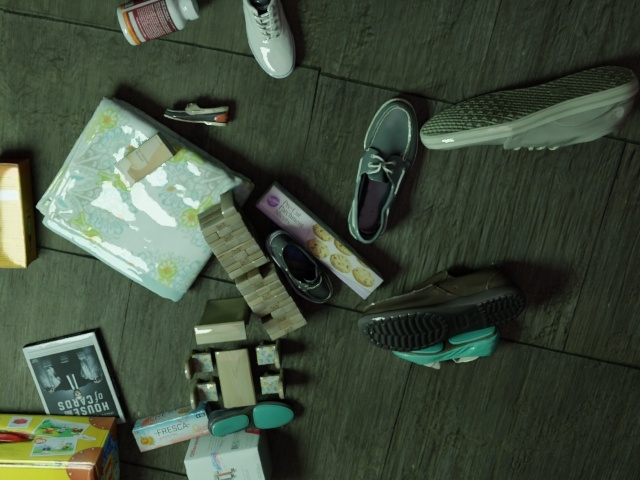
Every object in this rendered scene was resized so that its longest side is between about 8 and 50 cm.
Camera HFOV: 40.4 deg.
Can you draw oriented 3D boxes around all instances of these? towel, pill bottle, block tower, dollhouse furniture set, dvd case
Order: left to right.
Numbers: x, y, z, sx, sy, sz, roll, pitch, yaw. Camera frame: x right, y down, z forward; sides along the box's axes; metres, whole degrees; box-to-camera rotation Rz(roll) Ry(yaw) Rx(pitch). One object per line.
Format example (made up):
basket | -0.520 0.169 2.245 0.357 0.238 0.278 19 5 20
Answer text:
dvd case | -0.571 0.335 2.030 0.179 0.029 0.238 -13 105 6
towel | -0.381 -0.087 1.875 0.375 0.090 0.320 32 105 -8
pill bottle | -0.327 -0.459 1.767 0.152 0.086 0.086 -17 105 6
dollhouse furniture set | -0.198 0.268 1.935 0.212 0.161 0.242 -7 106 3
block tower | -0.148 0.057 1.867 0.097 0.091 0.335 -27 120 3

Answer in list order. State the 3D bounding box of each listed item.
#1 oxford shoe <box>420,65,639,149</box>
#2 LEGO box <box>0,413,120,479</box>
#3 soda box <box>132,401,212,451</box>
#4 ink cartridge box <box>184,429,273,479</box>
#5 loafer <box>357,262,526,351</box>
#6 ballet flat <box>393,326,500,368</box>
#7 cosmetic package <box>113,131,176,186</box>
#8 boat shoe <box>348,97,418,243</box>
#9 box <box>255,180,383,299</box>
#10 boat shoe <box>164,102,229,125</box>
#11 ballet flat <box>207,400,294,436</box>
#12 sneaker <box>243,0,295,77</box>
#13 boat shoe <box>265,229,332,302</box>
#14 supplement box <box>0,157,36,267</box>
oxford shoe | 0.432 -0.240 1.789 0.450 0.169 0.130 -13 125 3
LEGO box | -0.731 0.605 2.010 0.501 0.193 0.372 2 112 0
soda box | -0.343 0.435 2.039 0.183 0.058 0.062 -16 105 5
ink cartridge box | -0.212 0.520 2.025 0.176 0.128 0.127 -10 106 5
loafer | 0.260 0.144 1.922 0.366 0.130 0.133 -11 133 1
ballet flat | 0.285 0.249 1.967 0.248 0.083 0.087 -11 120 6
cosmetic package | -0.361 -0.167 1.791 0.115 0.041 0.060 -36 101 8
boat shoe | 0.135 -0.141 1.844 0.116 0.099 0.319 16 106 -3
box | 0.000 0.000 1.906 0.324 0.063 0.067 42 100 -10
boat shoe | -0.261 -0.270 1.841 0.137 0.049 0.043 6 103 -3
ballet flat | -0.165 0.403 2.015 0.203 0.074 0.074 -9 107 -19
sneaker | -0.116 -0.452 1.763 0.094 0.091 0.258 -17 105 6
boat shoe | -0.033 0.066 1.880 0.080 0.076 0.228 -41 126 -10
supplement box | -0.671 -0.060 1.893 0.080 0.078 0.233 -1 105 1
